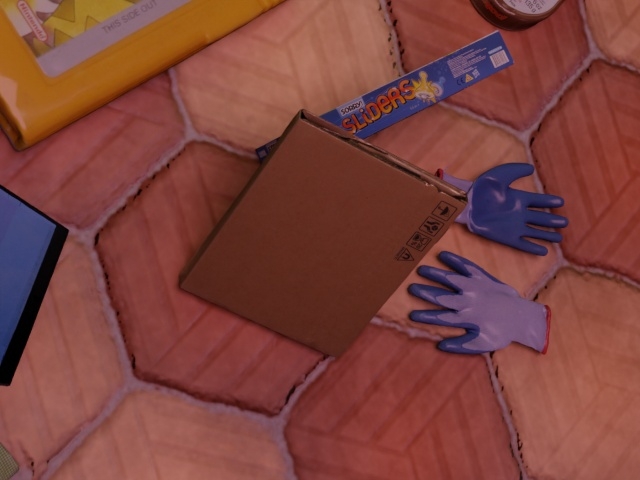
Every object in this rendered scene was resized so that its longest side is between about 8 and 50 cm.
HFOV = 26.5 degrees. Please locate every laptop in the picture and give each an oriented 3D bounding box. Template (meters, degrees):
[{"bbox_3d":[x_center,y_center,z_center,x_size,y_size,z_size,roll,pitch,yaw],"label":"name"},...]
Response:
[{"bbox_3d":[-0.274,-0.068,0.966,0.136,0.234,0.264,2,119,0],"label":"laptop"}]

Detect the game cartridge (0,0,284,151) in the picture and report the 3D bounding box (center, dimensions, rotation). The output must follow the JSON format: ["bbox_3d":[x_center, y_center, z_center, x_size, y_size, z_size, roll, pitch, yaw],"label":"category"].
[{"bbox_3d":[-0.195,-0.274,1.152,0.323,0.052,0.285,-35,97,-24],"label":"game cartridge"}]

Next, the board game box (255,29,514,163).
[{"bbox_3d":[0.056,-0.118,1.199,0.201,0.136,0.035,-28,94,-27],"label":"board game box"}]

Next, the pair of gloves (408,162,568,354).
[{"bbox_3d":[0.162,0.015,1.292,0.159,0.023,0.198,14,77,-25],"label":"pair of gloves"}]

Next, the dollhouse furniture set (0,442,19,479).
[{"bbox_3d":[-0.246,0.211,1.048,0.076,0.058,0.152,-42,100,-25],"label":"dollhouse furniture set"}]

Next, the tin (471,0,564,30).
[{"bbox_3d":[0.222,-0.290,1.361,0.106,0.040,0.190,49,66,-16],"label":"tin"}]

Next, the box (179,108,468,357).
[{"bbox_3d":[0.000,0.000,1.136,0.164,0.201,0.021,26,33,-19],"label":"box"}]
